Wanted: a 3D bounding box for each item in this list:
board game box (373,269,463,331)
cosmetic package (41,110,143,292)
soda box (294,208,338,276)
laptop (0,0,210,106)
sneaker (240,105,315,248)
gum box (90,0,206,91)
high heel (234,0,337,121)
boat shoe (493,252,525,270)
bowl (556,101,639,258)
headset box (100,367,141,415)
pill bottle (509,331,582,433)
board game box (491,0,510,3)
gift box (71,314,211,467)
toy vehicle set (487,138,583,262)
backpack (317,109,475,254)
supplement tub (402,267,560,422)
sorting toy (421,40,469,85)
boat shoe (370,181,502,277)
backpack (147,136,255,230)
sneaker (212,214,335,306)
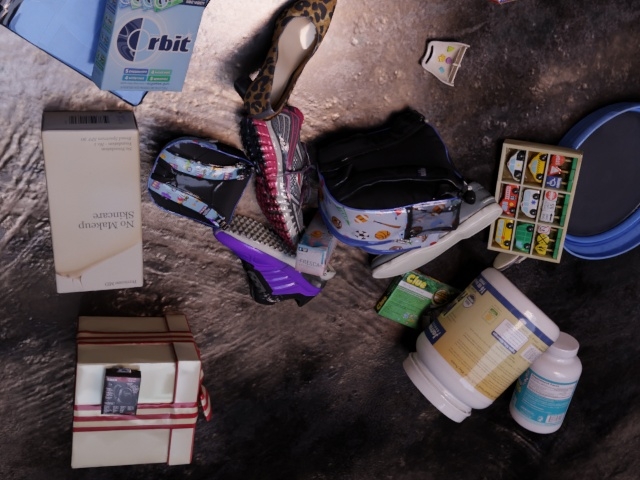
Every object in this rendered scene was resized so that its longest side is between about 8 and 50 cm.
[{"bbox_3d":[0.266,0.160,1.647,0.259,0.030,0.136,25,109,-30],"label":"board game box"},{"bbox_3d":[-0.405,-0.069,1.218,0.160,0.113,0.310,-5,119,-18],"label":"cosmetic package"},{"bbox_3d":[0.000,0.000,1.365,0.058,0.183,0.063,12,118,7],"label":"soda box"},{"bbox_3d":[-0.334,-0.425,0.978,0.236,0.408,0.382,38,102,2],"label":"laptop"},{"bbox_3d":[-0.062,-0.114,1.318,0.112,0.121,0.299,-24,128,-20],"label":"sneaker"},{"bbox_3d":[-0.277,-0.333,1.104,0.157,0.041,0.184,-11,135,-44],"label":"gum box"},{"bbox_3d":[-0.037,-0.318,1.168,0.261,0.186,0.093,-46,123,9],"label":"high heel"},{"bbox_3d":[0.481,0.031,1.644,0.137,0.049,0.043,-39,126,-2],"label":"boat shoe"},{"bbox_3d":[0.694,-0.142,1.607,0.391,0.077,0.391,-9,120,-16],"label":"bowl"},{"bbox_3d":[-0.353,0.266,1.203,0.062,0.032,0.083,6,103,-18],"label":"headset box"},{"bbox_3d":[0.611,0.376,1.826,0.146,0.146,0.264,-1,118,-20],"label":"pill bottle"},{"bbox_3d":[0.417,-0.545,1.294,0.193,0.045,0.147,-14,122,-13],"label":"board game box"},{"bbox_3d":[-0.362,0.307,1.367,0.258,0.255,0.277,2,111,-19],"label":"gift box"},{"bbox_3d":[0.478,-0.087,1.524,0.165,0.035,0.267,11,121,18],"label":"toy vehicle set"},{"bbox_3d":[0.123,-0.102,1.327,0.263,0.277,0.213,-6,133,-14],"label":"backpack"},{"bbox_3d":[0.367,0.244,1.577,0.316,0.228,0.228,-47,123,8],"label":"supplement tub"},{"bbox_3d":[0.241,-0.359,1.339,0.075,0.045,0.083,13,113,-18],"label":"sorting toy"},{"bbox_3d":[0.243,-0.022,1.513,0.319,0.099,0.116,-30,160,5],"label":"boat shoe"},{"bbox_3d":[-0.231,-0.118,1.251,0.173,0.117,0.158,17,111,-28],"label":"backpack"},{"bbox_3d":[-0.115,0.062,1.405,0.293,0.102,0.146,28,106,-31],"label":"sneaker"}]
